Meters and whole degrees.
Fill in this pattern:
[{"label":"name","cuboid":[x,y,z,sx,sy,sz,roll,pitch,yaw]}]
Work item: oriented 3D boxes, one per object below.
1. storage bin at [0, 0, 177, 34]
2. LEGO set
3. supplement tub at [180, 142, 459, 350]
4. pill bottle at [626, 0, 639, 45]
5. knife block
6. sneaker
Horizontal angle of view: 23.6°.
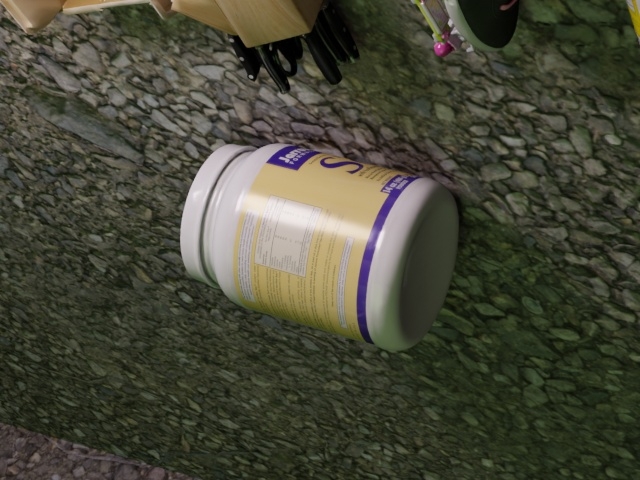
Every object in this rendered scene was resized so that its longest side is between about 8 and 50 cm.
[{"label":"storage bin","cuboid":[-0.317,-0.384,1.910,0.262,0.123,0.260,1,140,40]},{"label":"LEGO set","cuboid":[0.080,-0.307,1.697,0.287,0.107,0.132,39,149,-18]},{"label":"supplement tub","cuboid":[0.000,0.000,2.113,0.331,0.241,0.241,15,148,23]},{"label":"pill bottle","cuboid":[0.355,-0.266,1.511,0.117,0.117,0.215,8,145,33]},{"label":"knife block","cuboid":[-0.044,-0.301,1.827,0.242,0.088,0.275,21,142,-5]},{"label":"sneaker","cuboid":[0.211,-0.299,1.595,0.147,0.104,0.295,19,145,27]}]
